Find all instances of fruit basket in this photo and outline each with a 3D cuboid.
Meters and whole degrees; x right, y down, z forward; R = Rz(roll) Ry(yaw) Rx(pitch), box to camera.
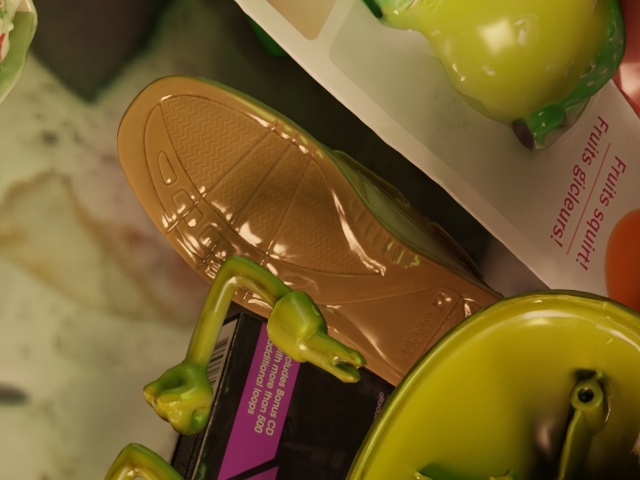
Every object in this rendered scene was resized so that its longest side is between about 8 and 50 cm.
[{"bbox_3d":[0.119,-0.137,0.646,0.353,0.165,0.327,37,58,-19],"label":"fruit basket"}]

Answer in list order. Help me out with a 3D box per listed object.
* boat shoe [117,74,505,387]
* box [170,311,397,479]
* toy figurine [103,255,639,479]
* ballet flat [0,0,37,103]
[{"bbox_3d":[0.000,0.000,0.588,0.170,0.059,0.063,38,99,-15],"label":"boat shoe"},{"bbox_3d":[0.020,0.110,0.579,0.162,0.029,0.116,27,62,-22],"label":"box"},{"bbox_3d":[0.009,0.211,0.493,0.217,0.191,0.362,50,58,-46],"label":"toy figurine"},{"bbox_3d":[-0.117,-0.108,0.553,0.077,0.091,0.241,48,54,-46],"label":"ballet flat"}]
